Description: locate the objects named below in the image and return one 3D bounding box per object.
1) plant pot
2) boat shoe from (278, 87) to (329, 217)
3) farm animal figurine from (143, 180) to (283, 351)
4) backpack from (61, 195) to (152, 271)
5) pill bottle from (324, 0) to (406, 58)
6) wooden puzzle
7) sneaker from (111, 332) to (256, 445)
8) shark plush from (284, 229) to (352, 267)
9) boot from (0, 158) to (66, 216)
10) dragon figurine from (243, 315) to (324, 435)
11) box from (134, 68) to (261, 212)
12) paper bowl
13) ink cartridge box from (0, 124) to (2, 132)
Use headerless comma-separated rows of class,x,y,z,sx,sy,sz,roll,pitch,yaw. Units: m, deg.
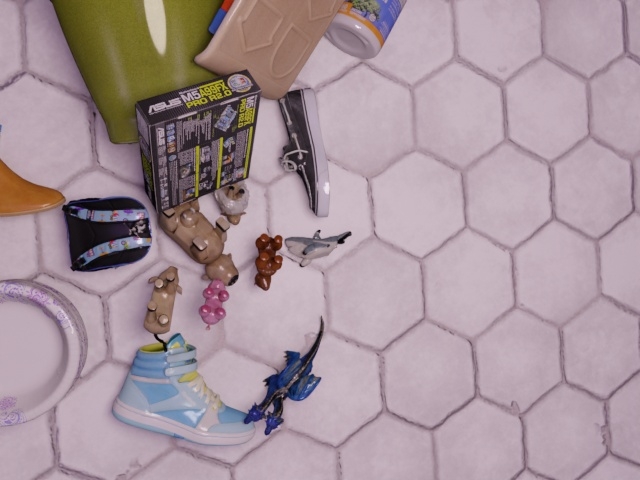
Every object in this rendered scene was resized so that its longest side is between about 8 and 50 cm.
plant pot,-0.337,-0.383,1.119,0.365,0.366,0.354,-10,105,-12
boat shoe,-0.044,-0.200,1.279,0.104,0.113,0.307,-9,90,-5
farm animal figurine,-0.262,0.037,1.206,0.330,0.172,0.327,-23,77,-25
backpack,-0.438,-0.018,1.178,0.173,0.117,0.159,-9,91,-1
pill bottle,0.127,-0.580,1.291,0.152,0.152,0.272,28,85,-11
wooden puzzle,-0.077,-0.459,1.088,0.080,0.322,0.348,43,105,15
sneaker,-0.277,0.323,1.225,0.318,0.127,0.209,17,88,-13
shark plush,0.000,0.000,1.320,0.161,0.073,0.067,-22,65,-7
boot,-0.682,-0.162,1.119,0.294,0.104,0.212,1,111,-5
dragon figurine,-0.058,0.311,1.261,0.085,0.144,0.289,45,82,-9
box,-0.231,-0.182,1.059,0.216,0.270,0.060,-26,69,-25
paper bowl,-0.629,0.221,1.136,0.283,0.148,0.285,0,90,-13
ink cartridge box,-0.712,-0.211,1.175,0.048,0.028,0.084,7,90,-11
